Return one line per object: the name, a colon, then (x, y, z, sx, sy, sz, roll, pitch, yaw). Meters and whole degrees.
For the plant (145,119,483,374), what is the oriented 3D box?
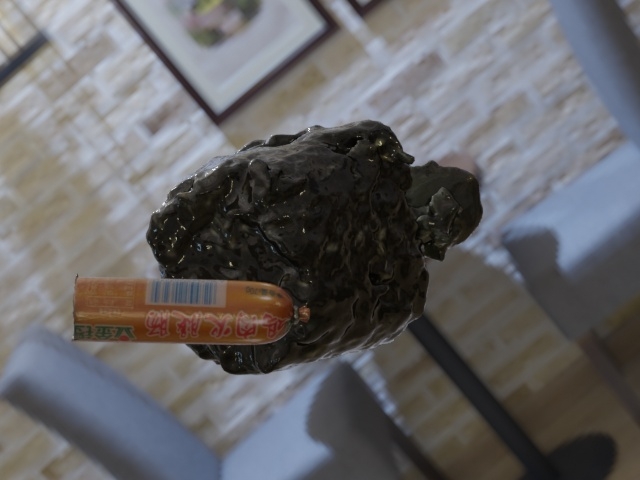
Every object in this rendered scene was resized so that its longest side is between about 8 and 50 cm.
plant: (0.000, 0.000, 0.914, 0.142, 0.131, 0.203, -10, 1, 27)

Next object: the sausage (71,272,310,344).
sausage: (-0.058, 0.032, 0.713, 0.107, 0.031, 0.031, 2, 18, 0)
